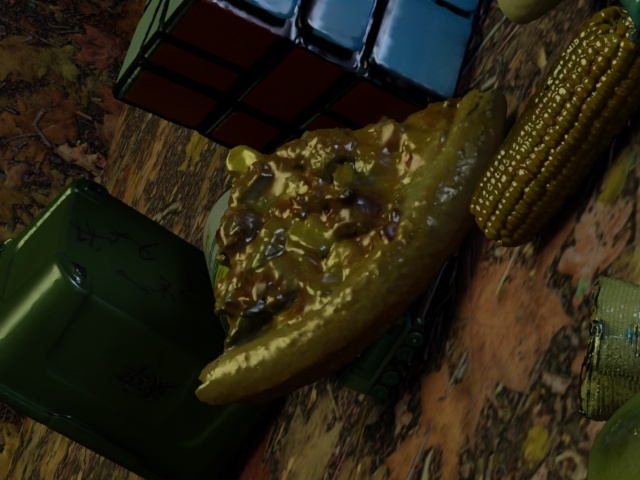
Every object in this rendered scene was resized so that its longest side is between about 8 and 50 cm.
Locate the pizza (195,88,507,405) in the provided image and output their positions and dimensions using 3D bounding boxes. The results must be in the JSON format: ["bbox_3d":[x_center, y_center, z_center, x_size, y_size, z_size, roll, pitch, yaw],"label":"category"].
[{"bbox_3d":[0.029,0.003,1.162,0.268,0.087,0.258,-13,53,22],"label":"pizza"}]

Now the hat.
[{"bbox_3d":[0.179,0.064,0.805,0.077,0.059,0.076,-69,-21,-45],"label":"hat"}]

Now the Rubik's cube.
[{"bbox_3d":[-0.010,-0.252,1.427,0.293,0.283,0.288,-25,43,61],"label":"Rubik's cube"}]

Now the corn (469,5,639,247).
[{"bbox_3d":[0.174,-0.080,0.995,0.207,0.068,0.068,-57,19,28],"label":"corn"}]

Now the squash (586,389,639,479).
[{"bbox_3d":[0.215,0.073,0.651,0.250,0.083,0.083,-46,26,43],"label":"squash"}]

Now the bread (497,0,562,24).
[{"bbox_3d":[0.213,-0.250,1.054,0.139,0.060,0.178,-45,1,-38],"label":"bread"}]

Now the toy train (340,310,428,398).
[{"bbox_3d":[0.054,0.094,1.176,0.092,0.045,0.029,-59,18,31],"label":"toy train"}]

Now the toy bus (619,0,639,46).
[{"bbox_3d":[0.232,-0.192,0.829,0.128,0.147,0.256,-60,16,26],"label":"toy bus"}]

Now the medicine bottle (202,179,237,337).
[{"bbox_3d":[-0.044,0.018,1.418,0.141,0.141,0.293,-63,16,13],"label":"medicine bottle"}]

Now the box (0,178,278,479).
[{"bbox_3d":[-0.195,0.098,1.500,0.178,0.328,0.253,-46,25,21],"label":"box"}]
